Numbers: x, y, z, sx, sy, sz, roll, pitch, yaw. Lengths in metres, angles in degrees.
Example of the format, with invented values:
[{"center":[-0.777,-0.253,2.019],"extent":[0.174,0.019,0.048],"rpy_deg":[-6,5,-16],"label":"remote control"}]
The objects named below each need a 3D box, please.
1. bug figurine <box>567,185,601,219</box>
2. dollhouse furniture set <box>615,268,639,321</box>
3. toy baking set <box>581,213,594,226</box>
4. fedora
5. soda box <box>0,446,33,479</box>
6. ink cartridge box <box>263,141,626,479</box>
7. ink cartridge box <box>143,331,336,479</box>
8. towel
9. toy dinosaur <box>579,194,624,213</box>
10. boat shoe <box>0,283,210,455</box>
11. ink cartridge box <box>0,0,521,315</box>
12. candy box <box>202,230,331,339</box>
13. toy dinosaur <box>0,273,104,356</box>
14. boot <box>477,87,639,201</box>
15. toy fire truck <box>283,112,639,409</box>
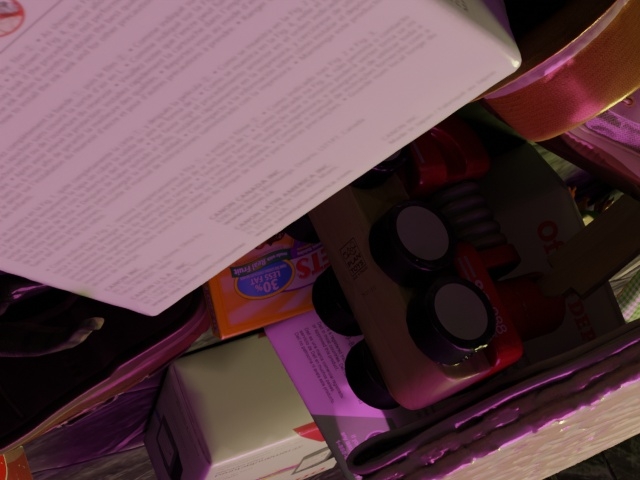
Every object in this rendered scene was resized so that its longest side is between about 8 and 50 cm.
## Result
[{"center":[0.186,0.014,1.412],"extent":[0.216,0.072,0.279],"rpy_deg":[-30,161,20],"label":"bug figurine"},{"center":[0.472,0.015,1.460],"extent":[0.301,0.151,0.198],"rpy_deg":[-22,145,-53],"label":"dollhouse furniture set"},{"center":[0.231,0.044,1.394],"extent":[0.196,0.030,0.256],"rpy_deg":[-16,159,-44],"label":"toy baking set"},{"center":[0.150,-0.118,0.826],"extent":[0.194,0.079,0.194],"rpy_deg":[-34,-165,11],"label":"fedora"},{"center":[-0.364,0.213,1.246],"extent":[0.083,0.092,0.263],"rpy_deg":[-24,163,8],"label":"soda box"},{"center":[0.114,0.073,1.227],"extent":[0.289,0.211,0.121],"rpy_deg":[-25,-155,4],"label":"ink cartridge box"},{"center":[-0.069,0.208,1.558],"extent":[0.226,0.131,0.306],"rpy_deg":[-18,161,-19],"label":"ink cartridge box"},{"center":[0.202,0.138,1.082],"extent":[0.331,0.053,0.317],"rpy_deg":[-27,161,9],"label":"towel"},{"center":[0.318,0.015,1.502],"extent":[0.064,0.112,0.211],"rpy_deg":[-5,142,-33],"label":"toy dinosaur"},{"center":[-0.223,0.113,1.099],"extent":[0.307,0.111,0.104],"rpy_deg":[-23,162,-2],"label":"boat shoe"},{"center":[-0.127,-0.106,0.688],"extent":[0.308,0.091,0.385],"rpy_deg":[-33,144,29],"label":"ink cartridge box"},{"center":[0.000,0.000,1.077],"extent":[0.205,0.105,0.027],"rpy_deg":[-17,-164,-21],"label":"candy box"},{"center":[-0.232,0.053,0.921],"extent":[0.268,0.064,0.118],"rpy_deg":[-10,-153,26],"label":"toy dinosaur"},{"center":[0.208,-0.137,0.951],"extent":[0.165,0.213,0.077],"rpy_deg":[-61,-169,-5],"label":"boot"},{"center":[0.124,-0.012,1.007],"extent":[0.246,0.217,0.158],"rpy_deg":[-12,159,-36],"label":"toy fire truck"}]
